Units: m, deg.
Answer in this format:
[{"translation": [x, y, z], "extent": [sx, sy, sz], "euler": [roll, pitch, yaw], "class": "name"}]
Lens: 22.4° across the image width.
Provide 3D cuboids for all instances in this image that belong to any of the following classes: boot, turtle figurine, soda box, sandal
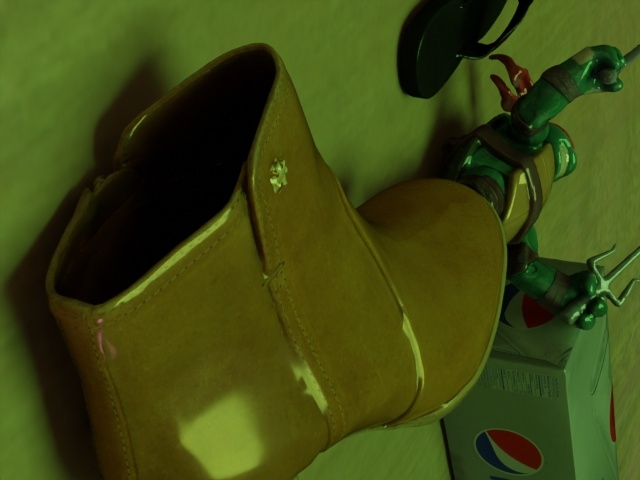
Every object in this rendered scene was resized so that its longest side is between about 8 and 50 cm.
[{"translation": [-0.001, 0.000, 0.691], "extent": [0.295, 0.104, 0.211], "euler": [-54, 146, -41], "class": "boot"}, {"translation": [0.123, -0.023, 0.960], "extent": [0.234, 0.118, 0.175], "euler": [-42, 129, -46], "class": "turtle figurine"}, {"translation": [0.149, 0.141, 1.113], "extent": [0.286, 0.091, 0.098], "euler": [77, 31, -42], "class": "soda box"}, {"translation": [0.097, -0.137, 0.953], "extent": [0.179, 0.040, 0.067], "euler": [-55, 146, -47], "class": "sandal"}]
